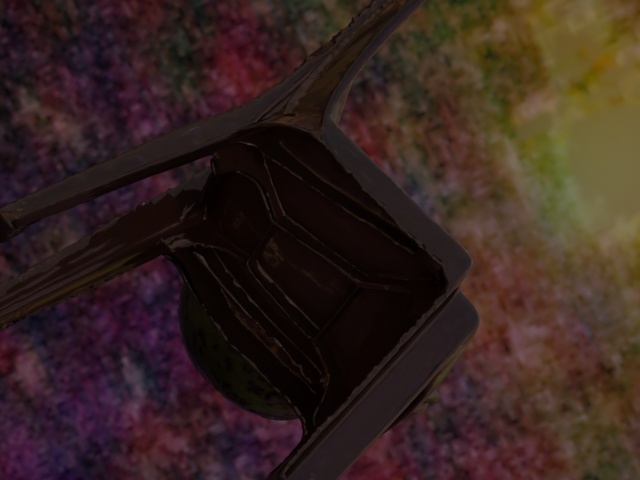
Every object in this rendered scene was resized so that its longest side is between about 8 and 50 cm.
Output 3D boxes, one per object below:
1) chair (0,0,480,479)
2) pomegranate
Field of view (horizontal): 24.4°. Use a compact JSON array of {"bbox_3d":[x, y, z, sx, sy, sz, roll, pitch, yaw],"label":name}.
[{"bbox_3d":[0.000,0.000,0.725,0.183,0.175,0.326,46,52,7],"label":"chair"},{"bbox_3d":[0.000,0.041,0.859,0.138,0.163,0.125,-8,-99,62],"label":"pomegranate"}]
